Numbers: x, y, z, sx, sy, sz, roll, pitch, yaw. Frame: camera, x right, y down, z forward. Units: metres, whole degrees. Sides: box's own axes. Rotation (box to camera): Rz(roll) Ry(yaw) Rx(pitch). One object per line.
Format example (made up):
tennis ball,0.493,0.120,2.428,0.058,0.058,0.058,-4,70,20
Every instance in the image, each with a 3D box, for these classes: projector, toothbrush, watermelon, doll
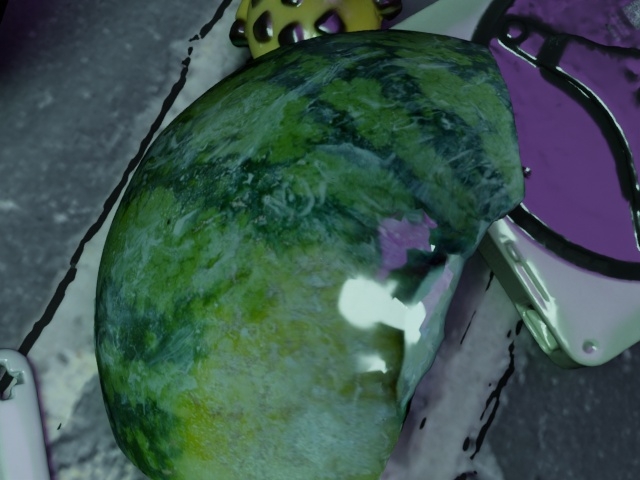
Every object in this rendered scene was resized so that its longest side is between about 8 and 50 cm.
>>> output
projector,0.204,-0.085,0.682,0.259,0.079,0.257,-31,84,-9
toothbrush,-0.129,0.258,0.524,0.042,0.040,0.418,-10,73,-20
watermelon,0.000,0.000,0.554,0.224,0.180,0.305,19,83,31
doll,-0.009,-0.222,0.678,0.117,0.086,0.291,-7,73,13

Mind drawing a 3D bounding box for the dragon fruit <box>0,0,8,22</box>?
dragon fruit,-0.253,-0.159,0.539,0.172,0.166,0.160,18,25,-23
